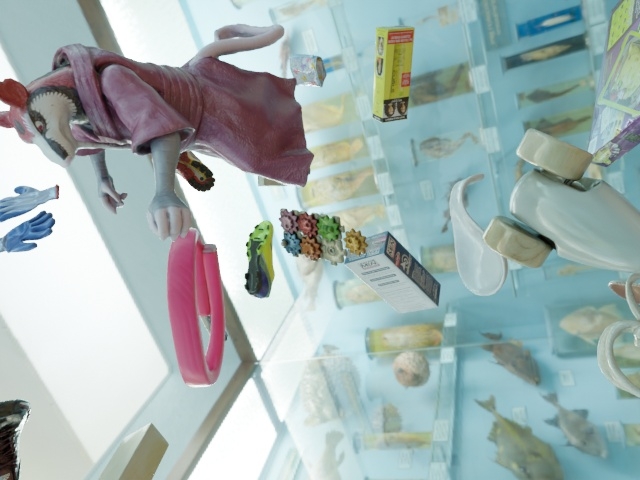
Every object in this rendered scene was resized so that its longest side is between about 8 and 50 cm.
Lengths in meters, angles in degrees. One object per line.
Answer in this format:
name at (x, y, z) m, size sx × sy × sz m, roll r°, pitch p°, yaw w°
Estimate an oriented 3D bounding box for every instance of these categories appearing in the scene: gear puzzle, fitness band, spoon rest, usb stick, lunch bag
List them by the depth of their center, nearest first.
fitness band at (-0.213, 0.119, 0.890) m, size 0.209 × 0.054 × 0.290 m, roll -96°, pitch 3°, yaw -63°
spoon rest at (0.344, -0.013, 1.124) m, size 0.084 × 0.137 × 0.276 m, roll -1°, pitch -104°, yaw -27°
lunch bag at (-0.029, -0.405, 1.179) m, size 0.083 × 0.071 × 0.053 m, roll 59°, pitch -136°, yaw -61°
gear puzzle at (0.000, 0.000, 1.578) m, size 0.044 × 0.339 × 0.175 m, roll -32°, pitch -57°, yaw -47°
usb stick at (-0.359, 0.252, 1.640) m, size 0.045 × 0.077 × 0.278 m, roll -51°, pitch -25°, yaw -28°

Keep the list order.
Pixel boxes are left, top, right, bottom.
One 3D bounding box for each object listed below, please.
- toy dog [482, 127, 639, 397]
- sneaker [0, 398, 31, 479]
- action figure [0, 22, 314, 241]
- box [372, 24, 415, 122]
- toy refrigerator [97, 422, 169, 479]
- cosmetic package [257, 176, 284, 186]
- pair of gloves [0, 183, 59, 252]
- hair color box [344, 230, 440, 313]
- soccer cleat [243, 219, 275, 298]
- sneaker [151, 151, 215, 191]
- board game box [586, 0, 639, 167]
toy dog at (0.362, -0.001, 0.605) m, size 0.333 × 0.220 × 0.161 m, roll 51°, pitch -147°, yaw 17°
sneaker at (-0.694, 0.463, 1.111) m, size 0.107 × 0.281 × 0.162 m, roll -5°, pitch -120°, yaw -33°
action figure at (-0.161, -0.151, 0.553) m, size 0.370 × 0.248 × 0.275 m, roll -4°, pitch -77°, yaw -51°
box at (0.187, -0.430, 1.306) m, size 0.058 × 0.088 × 0.232 m, roll -134°, pitch 37°, yaw -52°
toy refrigerator at (-0.489, 0.601, 1.280) m, size 0.094 × 0.102 × 0.269 m, roll 57°, pitch -171°, yaw -11°
cosmetic package at (-0.107, -0.176, 1.112) m, size 0.060 × 0.041 × 0.115 m, roll -1°, pitch -88°, yaw -27°
pair of gloves at (-0.625, -0.050, 1.055) m, size 0.023 × 0.159 × 0.198 m, roll 70°, pitch -178°, yaw -53°
hair color box at (0.263, 0.121, 1.787) m, size 0.347 × 0.174 × 0.105 m, roll 42°, pitch -132°, yaw -32°
soccer cleat at (-0.208, 0.070, 1.810) m, size 0.121 × 0.094 × 0.288 m, roll 37°, pitch -127°, yaw -55°
sneaker at (-0.384, -0.220, 1.358) m, size 0.225 × 0.088 × 0.093 m, roll 49°, pitch 176°, yaw -25°
board game box at (0.550, -0.322, 0.858) m, size 0.208 × 0.056 × 0.346 m, roll 80°, pitch -154°, yaw -73°
